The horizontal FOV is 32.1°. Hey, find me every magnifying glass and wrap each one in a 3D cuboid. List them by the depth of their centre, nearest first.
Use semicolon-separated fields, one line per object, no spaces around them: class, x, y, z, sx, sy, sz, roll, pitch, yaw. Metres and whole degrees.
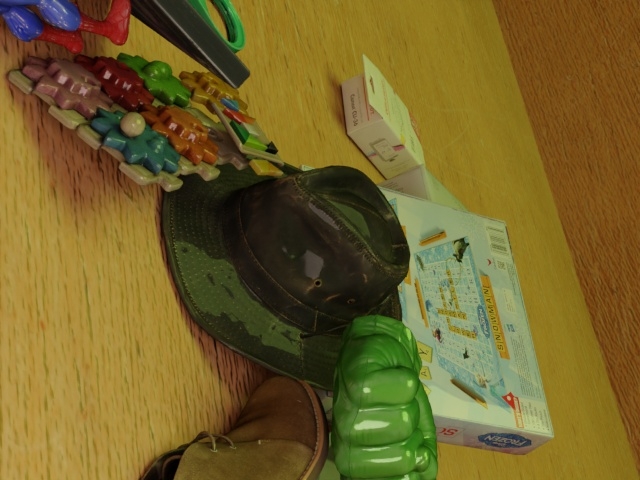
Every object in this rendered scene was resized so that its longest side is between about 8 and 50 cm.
magnifying glass;-0.159;-0.309;1.344;0.231;0.026;0.092;41;34;-47

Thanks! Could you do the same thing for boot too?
boot;-0.076;0.195;0.956;0.115;0.112;0.305;48;27;-14

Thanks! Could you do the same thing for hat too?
hat;0.000;0.000;1.157;0.331;0.134;0.331;28;42;-29

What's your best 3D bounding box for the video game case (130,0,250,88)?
video game case;-0.190;-0.250;1.013;0.274;0.026;0.196;38;-5;45

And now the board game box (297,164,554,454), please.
board game box;0.112;0.085;1.344;0.318;0.066;0.318;15;50;-27

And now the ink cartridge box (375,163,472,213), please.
ink cartridge box;0.184;0.083;1.628;0.309;0.130;0.271;37;37;-51

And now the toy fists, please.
toy fists;0.065;0.211;1.034;0.142;0.096;0.279;-75;162;-54

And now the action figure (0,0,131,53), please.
action figure;-0.273;-0.237;0.875;0.280;0.092;0.139;0;85;-60

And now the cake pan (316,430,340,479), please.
cake pan;0.046;0.341;1.155;0.293;0.054;0.293;50;27;-38

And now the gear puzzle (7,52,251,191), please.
gear puzzle;-0.143;-0.134;1.083;0.175;0.044;0.339;38;20;9

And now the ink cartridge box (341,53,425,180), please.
ink cartridge box;0.092;-0.190;1.763;0.198;0.067;0.115;46;30;-47

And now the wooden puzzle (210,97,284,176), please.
wooden puzzle;-0.070;-0.105;1.096;0.116;0.014;0.079;53;20;24
